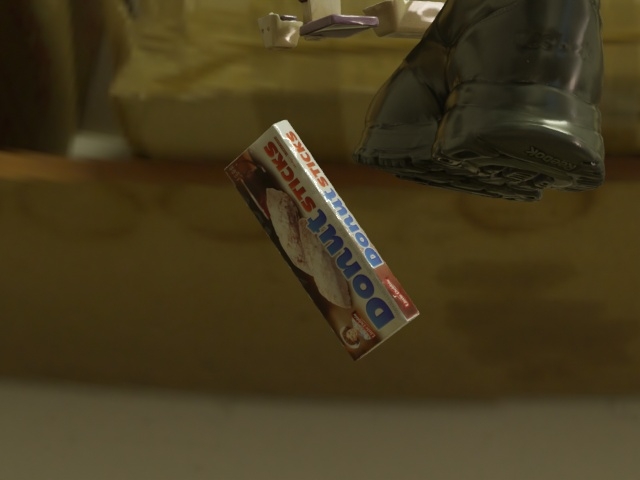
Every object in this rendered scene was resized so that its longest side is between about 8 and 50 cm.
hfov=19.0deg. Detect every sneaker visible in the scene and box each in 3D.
[{"bbox_3d":[0.097,-0.090,1.058,0.109,0.130,0.286,12,-4,-15],"label":"sneaker"}]

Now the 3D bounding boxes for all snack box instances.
[{"bbox_3d":[0.000,0.000,1.436,0.064,0.178,0.022,-40,-9,36],"label":"snack box"}]

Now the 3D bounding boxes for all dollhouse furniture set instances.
[{"bbox_3d":[0.028,-0.168,1.233,0.114,0.081,0.091,-1,-5,-32],"label":"dollhouse furniture set"}]
